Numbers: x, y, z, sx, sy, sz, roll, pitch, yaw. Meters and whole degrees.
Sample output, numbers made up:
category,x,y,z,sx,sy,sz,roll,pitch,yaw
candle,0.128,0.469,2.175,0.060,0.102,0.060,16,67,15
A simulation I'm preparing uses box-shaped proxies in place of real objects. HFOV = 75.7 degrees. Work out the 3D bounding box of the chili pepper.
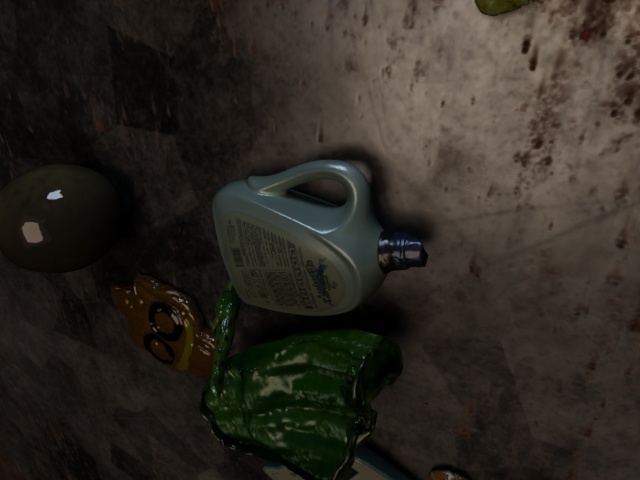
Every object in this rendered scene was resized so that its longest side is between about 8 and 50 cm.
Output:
category,x,y,z,sx,sy,sz,roll,pitch,yaw
chili pepper,-0.027,0.246,0.652,0.385,0.168,0.213,-25,90,42

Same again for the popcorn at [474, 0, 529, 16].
category,x,y,z,sx,sy,sz,roll,pitch,yaw
popcorn,0.167,-0.250,0.382,0.083,0.060,0.068,48,125,9

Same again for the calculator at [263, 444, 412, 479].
category,x,y,z,sx,sy,sz,roll,pitch,yaw
calculator,0.087,0.508,0.800,0.386,0.054,0.256,36,124,5

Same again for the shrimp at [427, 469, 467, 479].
category,x,y,z,sx,sy,sz,roll,pitch,yaw
shrimp,0.256,0.465,0.704,0.184,0.043,0.091,49,133,5

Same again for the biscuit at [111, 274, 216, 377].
category,x,y,z,sx,sy,sz,roll,pitch,yaw
biscuit,-0.322,0.178,0.849,0.291,0.041,0.208,30,123,10

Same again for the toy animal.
category,x,y,z,sx,sy,sz,roll,pitch,yaw
toy animal,-0.164,0.153,0.687,0.041,0.216,0.075,17,146,-22

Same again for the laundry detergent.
category,x,y,z,sx,sy,sz,roll,pitch,yaw
laundry detergent,0.000,0.000,0.559,0.281,0.105,0.214,-3,110,30

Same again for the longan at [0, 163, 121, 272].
category,x,y,z,sx,sy,sz,roll,pitch,yaw
longan,-0.459,-0.035,0.722,0.220,0.196,0.196,-11,108,34
